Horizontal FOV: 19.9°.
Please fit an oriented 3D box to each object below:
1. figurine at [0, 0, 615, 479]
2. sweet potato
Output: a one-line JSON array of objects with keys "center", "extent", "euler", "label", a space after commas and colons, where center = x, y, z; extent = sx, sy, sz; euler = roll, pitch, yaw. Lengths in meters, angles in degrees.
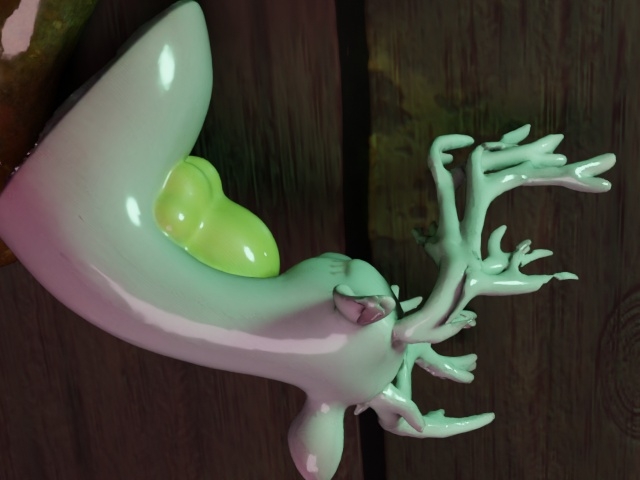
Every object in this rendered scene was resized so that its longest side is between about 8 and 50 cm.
[{"center": [0.005, -0.006, 1.125], "extent": [0.316, 0.284, 0.206], "euler": [43, 130, 4], "label": "figurine"}, {"center": [-0.196, -0.098, 1.135], "extent": [0.097, 0.097, 0.291], "euler": [16, 123, -8], "label": "sweet potato"}]
